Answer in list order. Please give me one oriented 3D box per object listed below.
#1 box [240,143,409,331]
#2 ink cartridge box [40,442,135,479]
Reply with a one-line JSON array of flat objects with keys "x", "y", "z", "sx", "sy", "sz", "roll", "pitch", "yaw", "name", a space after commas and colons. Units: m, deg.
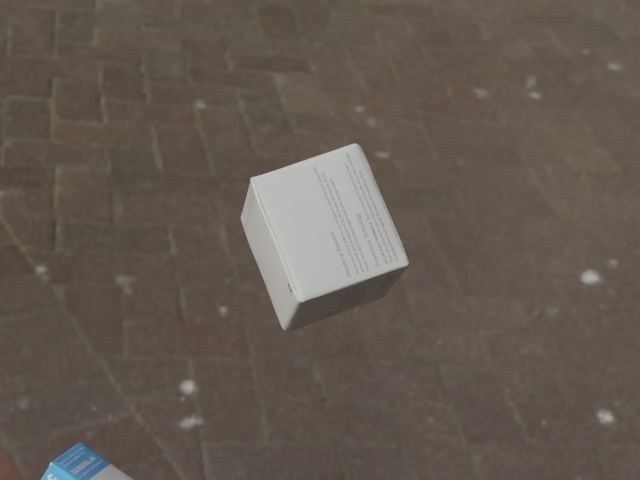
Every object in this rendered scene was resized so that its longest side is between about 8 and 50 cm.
[{"x": 0.000, "y": 0.000, "z": 0.970, "sx": 0.087, "sy": 0.101, "sz": 0.102, "roll": -20, "pitch": 78, "yaw": -13, "name": "box"}, {"x": -0.175, "y": 0.276, "z": 1.159, "sx": 0.181, "sy": 0.104, "sz": 0.061, "roll": 33, "pitch": 16, "yaw": 8, "name": "ink cartridge box"}]
